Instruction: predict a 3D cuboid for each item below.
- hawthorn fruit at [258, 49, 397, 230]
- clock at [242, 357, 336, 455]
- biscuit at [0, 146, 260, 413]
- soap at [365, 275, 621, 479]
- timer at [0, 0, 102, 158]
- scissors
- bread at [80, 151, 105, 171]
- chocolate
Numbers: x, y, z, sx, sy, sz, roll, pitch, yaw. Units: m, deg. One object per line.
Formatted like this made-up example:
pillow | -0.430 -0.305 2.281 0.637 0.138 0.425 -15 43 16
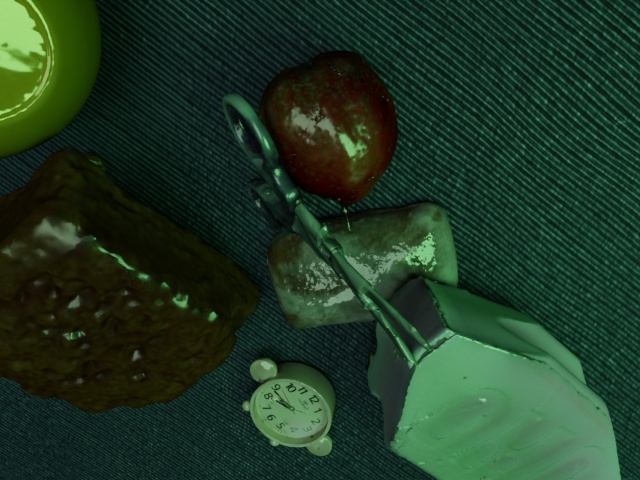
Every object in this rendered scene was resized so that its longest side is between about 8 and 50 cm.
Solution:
hawthorn fruit | 0.015 -0.128 0.652 0.181 0.181 0.235 -9 110 12
clock | -0.051 0.300 0.889 0.155 0.063 0.229 -30 101 21
biscuit | -0.326 0.100 0.715 0.342 0.166 0.395 -35 132 16
soap | 0.258 0.249 0.725 0.446 0.156 0.261 39 113 -19
timer | -0.471 -0.281 0.601 0.387 0.376 0.376 38 121 41
scissors | 0.000 0.000 0.604 0.029 0.256 0.383 -33 63 -15
bread | -0.383 -0.102 0.795 0.049 0.034 0.088 19 118 -14
chocolate | 0.062 0.053 0.757 0.303 0.100 0.185 -11 106 10
